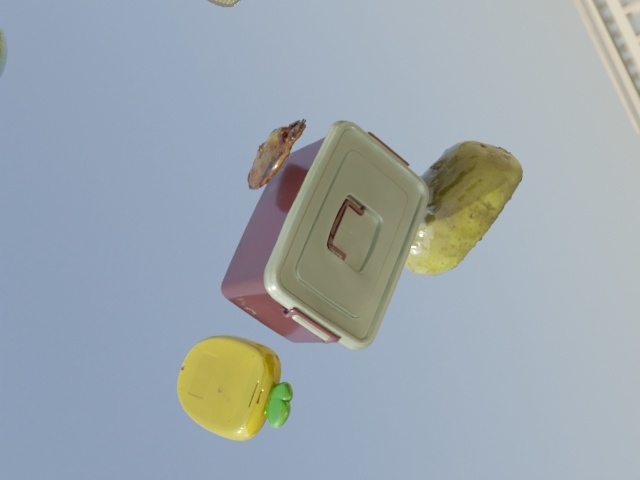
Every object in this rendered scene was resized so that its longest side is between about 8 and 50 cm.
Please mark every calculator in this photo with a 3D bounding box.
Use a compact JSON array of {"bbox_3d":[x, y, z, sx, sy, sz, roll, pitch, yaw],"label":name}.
[{"bbox_3d":[-0.129,0.214,1.417,0.032,0.235,0.146,28,-103,-45],"label":"calculator"}]

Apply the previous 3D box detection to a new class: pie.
[{"bbox_3d":[-0.070,-0.112,1.306,0.033,0.191,0.088,26,-104,-13],"label":"pie"}]

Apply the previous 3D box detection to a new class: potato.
[{"bbox_3d":[0.212,-0.068,1.671,0.160,0.271,0.111,46,-166,35],"label":"potato"}]

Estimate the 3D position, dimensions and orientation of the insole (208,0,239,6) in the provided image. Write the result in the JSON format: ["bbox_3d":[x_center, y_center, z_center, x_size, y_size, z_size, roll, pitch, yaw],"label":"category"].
[{"bbox_3d":[-0.163,-0.406,1.328,0.005,0.086,0.253,10,-141,-48],"label":"insole"}]

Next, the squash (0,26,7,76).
[{"bbox_3d":[-0.421,-0.212,1.090,0.107,0.395,0.107,-4,-81,-30],"label":"squash"}]

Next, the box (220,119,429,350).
[{"bbox_3d":[0.000,0.000,1.334,0.193,0.167,0.294,38,-118,-28],"label":"box"}]
